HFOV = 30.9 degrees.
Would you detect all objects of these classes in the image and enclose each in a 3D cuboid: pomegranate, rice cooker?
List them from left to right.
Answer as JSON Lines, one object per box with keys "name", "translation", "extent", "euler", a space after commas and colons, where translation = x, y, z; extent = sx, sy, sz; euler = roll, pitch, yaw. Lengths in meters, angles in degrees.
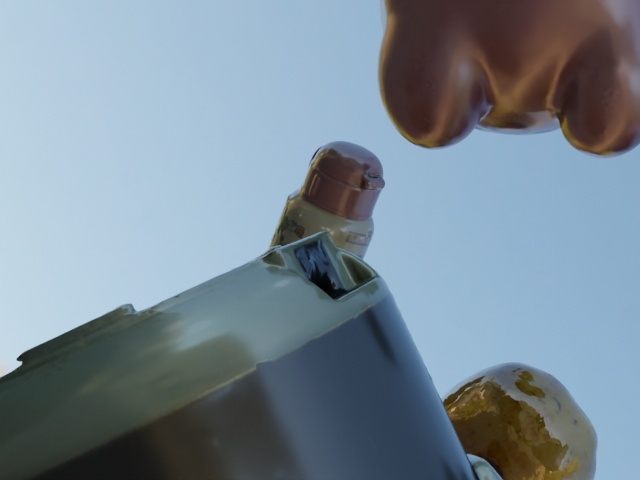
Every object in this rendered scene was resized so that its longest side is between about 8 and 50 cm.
{"name": "rice cooker", "translation": [-0.051, 0.194, 0.620], "extent": [0.335, 0.335, 0.325], "euler": [-29, -93, 59]}
{"name": "pomegranate", "translation": [0.184, 0.212, 1.138], "extent": [0.196, 0.196, 0.196], "euler": [34, -46, 45]}

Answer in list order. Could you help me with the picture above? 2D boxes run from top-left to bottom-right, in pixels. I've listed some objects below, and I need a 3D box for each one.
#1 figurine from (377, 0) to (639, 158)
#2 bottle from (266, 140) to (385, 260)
{"name": "figurine", "translation": [0.155, -0.206, 0.887], "extent": [0.211, 0.269, 0.262], "euler": [-69, 159, -74]}
{"name": "bottle", "translation": [0.000, 0.000, 1.424], "extent": [0.120, 0.120, 0.253], "euler": [39, -65, 42]}
